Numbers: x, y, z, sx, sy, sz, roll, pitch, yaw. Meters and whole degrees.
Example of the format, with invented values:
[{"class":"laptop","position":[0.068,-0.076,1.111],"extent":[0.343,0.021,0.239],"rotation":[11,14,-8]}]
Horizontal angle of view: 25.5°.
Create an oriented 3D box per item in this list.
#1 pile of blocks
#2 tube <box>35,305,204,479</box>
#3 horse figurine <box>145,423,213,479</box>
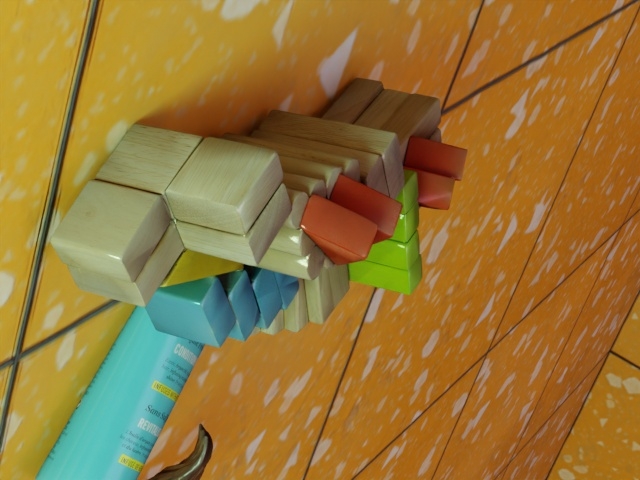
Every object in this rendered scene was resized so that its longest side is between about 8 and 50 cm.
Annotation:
[{"class":"pile of blocks","position":[0.000,0.000,0.808],"extent":[0.362,0.112,0.149],"rotation":[-21,121,-60]},{"class":"tube","position":[-0.094,0.061,0.830],"extent":[0.207,0.052,0.080],"rotation":[-62,164,-10]},{"class":"horse figurine","position":[-0.139,0.206,0.821],"extent":[0.174,0.066,0.263],"rotation":[-19,-166,27]}]
